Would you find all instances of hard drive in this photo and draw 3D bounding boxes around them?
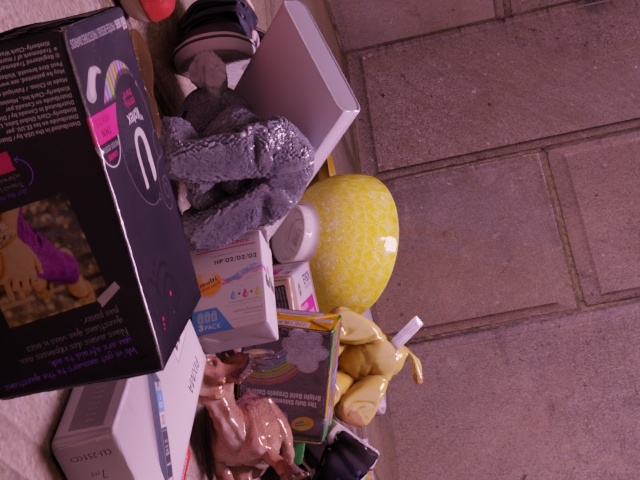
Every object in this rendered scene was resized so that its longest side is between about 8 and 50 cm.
[{"bbox_3d":[-0.066,-0.159,1.558,0.307,0.040,0.203,-53,-127,43],"label":"hard drive"}]

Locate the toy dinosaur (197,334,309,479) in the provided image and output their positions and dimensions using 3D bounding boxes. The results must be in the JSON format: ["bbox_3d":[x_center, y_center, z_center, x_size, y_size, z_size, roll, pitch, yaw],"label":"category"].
[{"bbox_3d":[-0.090,0.235,1.408,0.295,0.127,0.200,73,1,-69],"label":"toy dinosaur"}]

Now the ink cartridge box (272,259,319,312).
[{"bbox_3d":[-0.056,0.145,1.858,0.235,0.088,0.193,-39,119,-80],"label":"ink cartridge box"}]

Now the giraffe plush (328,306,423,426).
[{"bbox_3d":[0.050,0.188,1.749,0.181,0.210,0.170,65,-17,-2],"label":"giraffe plush"}]

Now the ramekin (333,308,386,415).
[{"bbox_3d":[0.051,0.245,2.309,0.273,0.127,0.272,-11,90,-83],"label":"ramekin"}]

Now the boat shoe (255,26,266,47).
[{"bbox_3d":[-0.127,-0.360,2.035,0.335,0.096,0.112,-38,116,-81],"label":"boat shoe"}]

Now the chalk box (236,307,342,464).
[{"bbox_3d":[-0.047,0.214,1.581,0.132,0.133,0.212,-47,143,-81],"label":"chalk box"}]

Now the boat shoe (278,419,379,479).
[{"bbox_3d":[-0.026,0.353,1.753,0.127,0.158,0.340,37,-8,-9],"label":"boat shoe"}]

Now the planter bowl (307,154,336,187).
[{"bbox_3d":[-0.004,-0.102,2.531,0.217,0.090,0.217,-11,90,-84],"label":"planter bowl"}]

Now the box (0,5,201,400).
[{"bbox_3d":[-0.207,-0.035,0.876,0.165,0.144,0.270,-75,153,-71],"label":"box"}]

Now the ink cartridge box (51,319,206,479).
[{"bbox_3d":[-0.165,0.206,1.108,0.296,0.066,0.261,-86,161,-61],"label":"ink cartridge box"}]

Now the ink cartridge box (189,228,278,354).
[{"bbox_3d":[-0.120,0.054,1.482,0.061,0.104,0.181,67,13,-56],"label":"ink cartridge box"}]

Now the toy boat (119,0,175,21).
[{"bbox_3d":[-0.195,-0.399,1.429,0.231,0.151,0.151,-93,168,-44],"label":"toy boat"}]

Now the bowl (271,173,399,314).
[{"bbox_3d":[0.000,0.000,2.091,0.156,0.289,0.289,11,59,-34],"label":"bowl"}]

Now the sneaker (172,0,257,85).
[{"bbox_3d":[-0.160,-0.314,1.663,0.321,0.126,0.127,-83,165,-88],"label":"sneaker"}]

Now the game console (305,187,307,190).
[{"bbox_3d":[-0.074,-0.235,2.332,0.361,0.044,0.213,76,6,-58],"label":"game console"}]

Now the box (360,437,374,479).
[{"bbox_3d":[0.030,0.419,1.971,0.203,0.114,0.103,44,35,-78],"label":"box"}]

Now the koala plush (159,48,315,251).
[{"bbox_3d":[-0.128,-0.134,1.480,0.221,0.203,0.196,-116,-169,-47],"label":"koala plush"}]

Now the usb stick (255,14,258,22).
[{"bbox_3d":[-0.176,-0.484,2.025,0.077,0.045,0.278,52,-4,24],"label":"usb stick"}]

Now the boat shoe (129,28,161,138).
[{"bbox_3d":[-0.225,-0.183,1.301,0.050,0.045,0.135,-8,91,-74],"label":"boat shoe"}]
